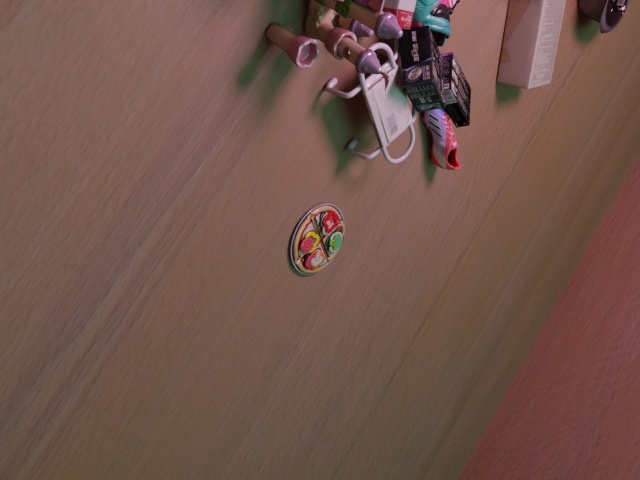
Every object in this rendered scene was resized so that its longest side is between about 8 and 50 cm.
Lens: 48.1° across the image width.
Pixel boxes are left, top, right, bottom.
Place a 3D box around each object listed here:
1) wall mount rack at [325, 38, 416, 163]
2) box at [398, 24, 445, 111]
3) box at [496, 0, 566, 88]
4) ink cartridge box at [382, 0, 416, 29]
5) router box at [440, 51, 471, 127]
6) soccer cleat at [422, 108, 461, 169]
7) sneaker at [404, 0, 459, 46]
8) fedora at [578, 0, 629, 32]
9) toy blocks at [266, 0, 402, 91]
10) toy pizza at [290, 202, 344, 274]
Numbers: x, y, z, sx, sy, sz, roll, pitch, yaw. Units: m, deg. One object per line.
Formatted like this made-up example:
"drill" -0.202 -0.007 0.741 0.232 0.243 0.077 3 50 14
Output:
"wall mount rack" 0.167 -0.380 1.808 0.304 0.130 0.350 -43 137 -19
"box" 0.254 -0.422 1.781 0.180 0.077 0.147 27 58 -68
"box" 0.653 -0.638 2.213 0.148 0.121 0.311 -20 125 -41
"ink cartridge box" 0.161 -0.593 1.672 0.072 0.127 0.175 -9 117 -48
"router box" 0.381 -0.426 2.038 0.179 0.046 0.133 44 47 -50
"soccer cleat" 0.358 -0.312 2.080 0.083 0.095 0.248 -40 136 -27
"sneaker" 0.300 -0.585 1.817 0.295 0.124 0.178 -25 123 -47
"fedora" 0.969 -0.844 2.455 0.275 0.124 0.243 4 110 -58
"toy blocks" 0.095 -0.500 1.491 0.309 0.260 0.288 -21 139 -39
"toy pizza" 0.000 0.000 1.895 0.201 0.032 0.201 -26 128 -38
